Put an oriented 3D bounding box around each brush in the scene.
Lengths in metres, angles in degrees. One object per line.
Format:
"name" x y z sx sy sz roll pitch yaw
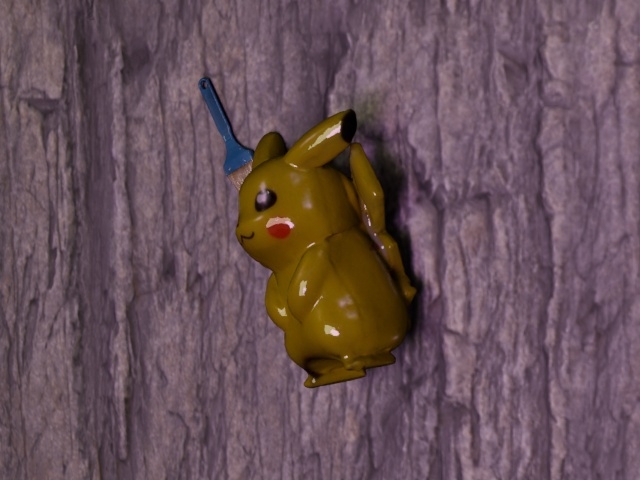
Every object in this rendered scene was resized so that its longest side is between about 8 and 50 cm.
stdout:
"brush" -0.121 -0.138 1.917 0.051 0.014 0.164 -30 80 34

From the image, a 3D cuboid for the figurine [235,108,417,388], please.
"figurine" 0.003 0.007 1.755 0.218 0.169 0.326 -30 86 59
